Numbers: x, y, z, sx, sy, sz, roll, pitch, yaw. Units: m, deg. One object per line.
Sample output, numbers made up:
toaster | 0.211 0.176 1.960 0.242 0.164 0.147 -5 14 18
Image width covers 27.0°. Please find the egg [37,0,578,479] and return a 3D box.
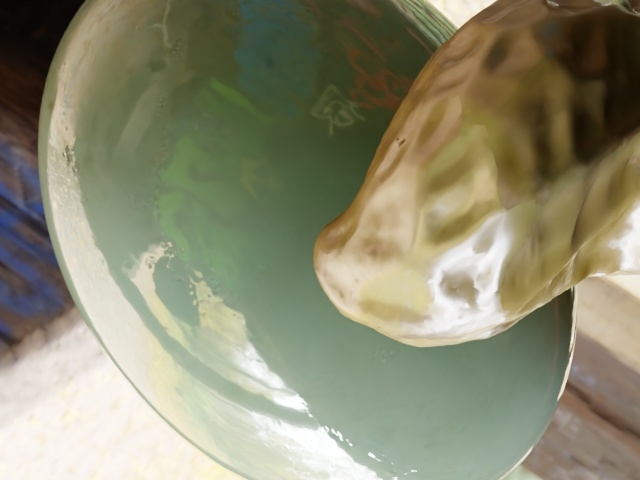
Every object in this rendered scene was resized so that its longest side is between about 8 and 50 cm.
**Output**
egg | 0.000 0.000 0.775 0.276 0.389 0.276 -27 -147 19

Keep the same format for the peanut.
peanut | 0.107 -0.034 0.513 0.233 0.110 0.197 -15 159 -15
